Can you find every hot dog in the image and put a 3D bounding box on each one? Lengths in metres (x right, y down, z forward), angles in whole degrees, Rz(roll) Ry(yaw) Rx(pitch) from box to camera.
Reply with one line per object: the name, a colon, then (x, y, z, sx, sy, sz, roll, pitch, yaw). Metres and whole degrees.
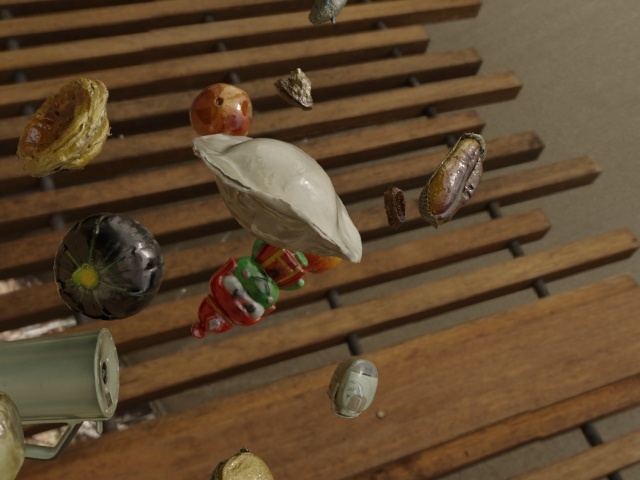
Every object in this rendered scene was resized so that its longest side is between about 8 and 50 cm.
hot dog: (0.331, -0.143, 1.760, 0.081, 0.270, 0.163, 22, -30, 30)

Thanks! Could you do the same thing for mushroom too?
mushroom: (-0.604, 0.371, 1.258, 0.267, 0.164, 0.190, -174, -114, -73)

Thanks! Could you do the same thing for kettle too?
kettle: (-0.782, 0.442, 2.038, 0.250, 0.376, 0.361, -132, -142, -86)

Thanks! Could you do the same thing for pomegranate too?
pomegranate: (0.000, 0.000, 2.322, 0.210, 0.235, 0.210, 44, 32, -38)
pomegranate: (-0.322, -0.405, 2.332, 0.209, 0.209, 0.209, 167, -90, -71)

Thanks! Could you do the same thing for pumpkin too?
pumpkin: (-0.553, 0.063, 1.949, 0.296, 0.295, 0.296, 167, -90, -71)

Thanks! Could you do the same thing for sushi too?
sushi: (0.185, -0.088, 1.821, 0.060, 0.061, 0.118, -2, -96, 56)

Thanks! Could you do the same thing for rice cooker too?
rice cooker: (0.106, 0.485, 2.396, 0.127, 0.145, 0.206, 33, -79, 59)

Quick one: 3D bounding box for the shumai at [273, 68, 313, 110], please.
shumai: (-0.073, -0.478, 2.330, 0.139, 0.105, 0.123, 56, -1, 3)

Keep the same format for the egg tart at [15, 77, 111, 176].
egg tart: (-0.727, -0.313, 2.089, 0.150, 0.352, 0.352, 47, 6, -44)

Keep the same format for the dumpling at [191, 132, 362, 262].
dumpling: (-0.067, -0.067, 1.251, 0.341, 0.181, 0.260, 59, 6, -12)

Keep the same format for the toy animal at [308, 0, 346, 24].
toy animal: (0.061, -0.649, 1.835, 0.070, 0.253, 0.079, 39, 1, -42)

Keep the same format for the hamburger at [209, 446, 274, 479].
hamburger: (-0.235, 0.722, 2.080, 0.122, 0.215, 0.189, -41, -89, 29)

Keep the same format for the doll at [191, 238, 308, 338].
doll: (-0.201, 0.132, 1.908, 0.183, 0.363, 0.160, 50, -3, -21)
